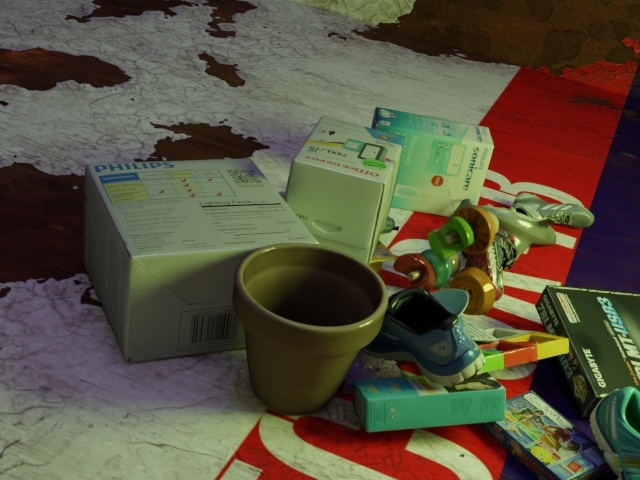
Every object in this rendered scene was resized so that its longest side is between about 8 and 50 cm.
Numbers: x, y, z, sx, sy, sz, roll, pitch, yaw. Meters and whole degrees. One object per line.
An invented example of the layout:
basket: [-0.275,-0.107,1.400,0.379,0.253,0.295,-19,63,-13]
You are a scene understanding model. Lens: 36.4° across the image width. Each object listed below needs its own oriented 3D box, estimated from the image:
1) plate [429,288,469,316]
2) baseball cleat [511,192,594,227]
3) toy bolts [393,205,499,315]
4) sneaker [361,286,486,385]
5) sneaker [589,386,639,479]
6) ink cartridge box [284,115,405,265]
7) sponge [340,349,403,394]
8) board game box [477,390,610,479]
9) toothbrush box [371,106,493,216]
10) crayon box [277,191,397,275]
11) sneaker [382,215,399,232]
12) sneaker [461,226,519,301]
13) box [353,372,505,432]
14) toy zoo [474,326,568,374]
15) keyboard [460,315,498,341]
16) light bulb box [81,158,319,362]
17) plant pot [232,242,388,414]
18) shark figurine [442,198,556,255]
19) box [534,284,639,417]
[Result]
plate: [0.208,0.154,1.909,0.188,0.024,0.188,-26,17,9]
baseball cleat: [0.587,-0.056,2.481,0.205,0.072,0.109,15,42,17]
toy bolts: [0.296,0.055,2.048,0.158,0.228,0.218,-17,80,-43]
sneaker: [0.154,0.137,1.737,0.129,0.147,0.330,-33,27,-27]
sneaker: [0.541,0.368,1.602,0.107,0.110,0.275,-1,50,-33]
ink cartridge box: [0.049,-0.109,2.053,0.198,0.197,0.270,15,29,6]
sponge: [0.076,0.213,1.830,0.117,0.031,0.210,3,30,-15]
board game box: [0.390,0.348,1.696,0.136,0.035,0.201,-11,36,-35]
toothbrush box: [0.260,-0.190,2.433,0.295,0.216,0.126,10,29,-4]
crayon box: [0.000,0.000,2.134,0.203,0.083,0.323,-5,32,-27]
sneaker: [0.086,-0.074,2.331,0.223,0.083,0.098,40,19,34]
sneaker: [0.387,0.039,2.168,0.112,0.121,0.299,19,31,-3]
box: [0.185,0.274,1.671,0.244,0.060,0.100,-3,12,-11]
toy zoo: [0.330,0.202,1.846,0.293,0.030,0.192,-7,6,-36]
keyboard: [0.265,0.161,1.923,0.072,0.014,0.256,-2,11,-15]
light bulb box: [-0.243,0.021,1.860,0.357,0.225,0.361,-4,31,-25]
plant pot: [-0.033,0.163,1.669,0.263,0.229,0.263,9,31,-5]
shark figurine: [0.445,-0.022,2.327,0.278,0.116,0.166,18,-5,-4]
box: [0.604,0.220,1.911,0.293,0.073,0.295,7,39,-16]
